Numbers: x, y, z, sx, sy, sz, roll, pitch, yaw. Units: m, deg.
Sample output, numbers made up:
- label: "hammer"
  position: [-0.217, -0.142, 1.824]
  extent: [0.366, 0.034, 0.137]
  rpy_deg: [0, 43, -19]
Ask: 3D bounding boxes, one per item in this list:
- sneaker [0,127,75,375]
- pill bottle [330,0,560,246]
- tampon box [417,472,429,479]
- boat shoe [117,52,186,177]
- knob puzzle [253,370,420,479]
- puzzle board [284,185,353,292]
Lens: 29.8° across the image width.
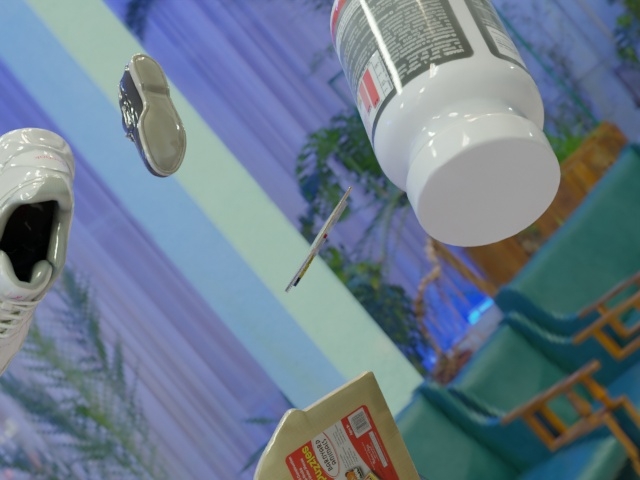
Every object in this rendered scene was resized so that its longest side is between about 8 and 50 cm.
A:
- label: "sneaker"
  position: [-0.258, 0.030, 0.968]
  extent: [0.232, 0.090, 0.115]
  rpy_deg: [-69, 28, 20]
- label: "pill bottle"
  position: [0.149, -0.180, 1.473]
  extent: [0.210, 0.210, 0.363]
  rpy_deg: [-40, 43, 24]
- label: "tampon box"
  position: [0.101, 0.374, 1.484]
  extent: [0.161, 0.101, 0.120]
  rpy_deg: [-61, -31, -2]
- label: "boat shoe"
  position: [-0.240, -0.163, 1.673]
  extent: [0.075, 0.206, 0.065]
  rpy_deg: [12, -39, -39]
- label: "knob puzzle"
  position: [0.004, 0.251, 1.197]
  extent: [0.213, 0.213, 0.030]
  rpy_deg: [-40, 19, -24]
- label: "puzzle board"
  position: [0.000, 0.000, 1.523]
  extent: [0.128, 0.011, 0.096]
  rpy_deg: [-60, 3, -34]
